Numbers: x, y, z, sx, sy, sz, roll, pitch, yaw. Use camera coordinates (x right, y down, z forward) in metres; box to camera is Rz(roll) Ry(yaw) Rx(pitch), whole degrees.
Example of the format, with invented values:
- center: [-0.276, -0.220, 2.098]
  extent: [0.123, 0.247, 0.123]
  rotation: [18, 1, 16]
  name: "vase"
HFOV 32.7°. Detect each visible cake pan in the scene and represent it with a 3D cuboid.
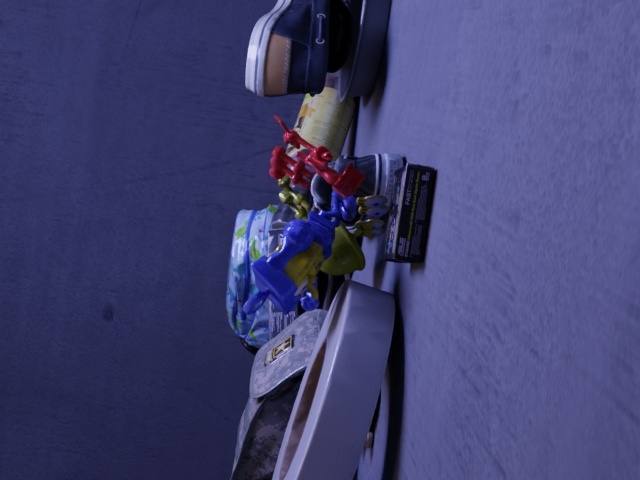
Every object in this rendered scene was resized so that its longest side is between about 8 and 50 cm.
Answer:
- center: [0.085, -0.408, 2.102]
  extent: [0.293, 0.054, 0.293]
  rotation: [-172, 90, -84]
  name: "cake pan"

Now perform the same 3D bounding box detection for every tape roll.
- center: [0.008, 0.246, 1.513]
  extent: [0.392, 0.072, 0.392]
  rotation: [-161, 90, -87]
  name: "tape roll"

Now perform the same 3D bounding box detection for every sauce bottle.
- center: [-0.017, -0.169, 2.201]
  extent: [0.111, 0.111, 0.345]
  rotation: [111, 178, -65]
  name: "sauce bottle"

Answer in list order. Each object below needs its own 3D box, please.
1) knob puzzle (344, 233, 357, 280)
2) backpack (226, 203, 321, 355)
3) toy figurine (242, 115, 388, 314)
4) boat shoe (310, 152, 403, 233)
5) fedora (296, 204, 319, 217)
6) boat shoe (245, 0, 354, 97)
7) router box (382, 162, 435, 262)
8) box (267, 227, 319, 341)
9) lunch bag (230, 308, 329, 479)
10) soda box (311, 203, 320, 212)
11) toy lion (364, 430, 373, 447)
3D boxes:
- center: [0.048, -0.056, 1.963]
  extent: [0.213, 0.029, 0.213]
  rotation: [-4, -90, -87]
  name: "knob puzzle"
- center: [-0.100, 0.070, 2.445]
  extent: [0.355, 0.273, 0.290]
  rotation: [133, 153, -59]
  name: "backpack"
- center: [-0.051, 0.014, 1.540]
  extent: [0.217, 0.191, 0.362]
  rotation: [-51, -9, -14]
  name: "toy figurine"
- center: [0.045, -0.087, 1.710]
  extent: [0.335, 0.119, 0.121]
  rotation: [129, 149, -78]
  name: "boat shoe"
- center: [0.000, 0.000, 2.034]
  extent: [0.194, 0.079, 0.195]
  rotation: [-5, -90, -86]
  name: "fedora"
- center: [-0.012, -0.393, 2.058]
  extent: [0.500, 0.155, 0.187]
  rotation: [-68, -14, -60]
  name: "boat shoe"
- center: [0.111, -0.032, 1.387]
  extent: [0.092, 0.038, 0.123]
  rotation: [165, 113, -85]
  name: "router box"
- center: [-0.050, 0.134, 2.130]
  extent: [0.216, 0.060, 0.270]
  rotation: [59, -152, -69]
  name: "box"
- center: [-0.045, 0.274, 1.876]
  extent: [0.235, 0.168, 0.287]
  rotation: [-89, 16, -72]
  name: "lunch bag"
- center: [0.013, -0.032, 2.216]
  extent: [0.183, 0.062, 0.058]
  rotation: [-115, 34, -78]
  name: "soda box"
- center: [0.061, 0.242, 1.541]
  extent: [0.100, 0.034, 0.096]
  rotation: [126, 159, -78]
  name: "toy lion"
